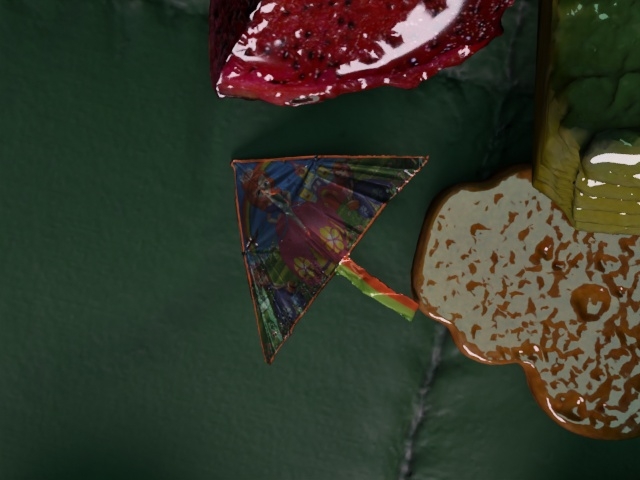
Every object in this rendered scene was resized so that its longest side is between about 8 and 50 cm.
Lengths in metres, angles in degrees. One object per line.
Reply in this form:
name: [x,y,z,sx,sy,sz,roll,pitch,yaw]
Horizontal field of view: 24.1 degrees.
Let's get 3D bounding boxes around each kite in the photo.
kite: [0.000,0.000,0.967,0.159,0.010,0.190,45,119,12]

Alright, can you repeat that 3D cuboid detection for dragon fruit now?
dragon fruit: [0.030,-0.203,0.877,0.189,0.163,0.261,55,138,19]

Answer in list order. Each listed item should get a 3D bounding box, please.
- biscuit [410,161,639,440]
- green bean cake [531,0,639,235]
biscuit: [0.225,0.036,0.964,0.334,0.047,0.202,11,98,-1]
green bean cake: [0.187,-0.126,0.826,0.124,0.233,0.236,3,79,4]
